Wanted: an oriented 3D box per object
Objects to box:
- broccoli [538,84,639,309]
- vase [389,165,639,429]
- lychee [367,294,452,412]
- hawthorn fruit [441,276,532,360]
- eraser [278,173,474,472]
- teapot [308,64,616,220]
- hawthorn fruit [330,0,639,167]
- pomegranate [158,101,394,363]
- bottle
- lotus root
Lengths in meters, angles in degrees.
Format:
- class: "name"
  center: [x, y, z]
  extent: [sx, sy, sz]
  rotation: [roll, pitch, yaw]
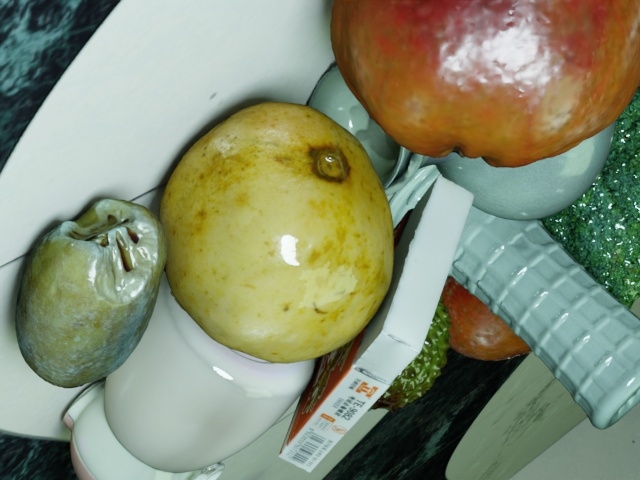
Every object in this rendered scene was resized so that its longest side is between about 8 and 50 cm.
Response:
- class: "broccoli"
  center: [0.347, -0.069, 1.779]
  extent: [0.308, 0.275, 0.308]
  rotation: [5, 90, -83]
- class: "vase"
  center: [0.207, 0.046, 1.676]
  extent: [0.143, 0.299, 0.143]
  rotation: [-39, 162, -15]
- class: "lychee"
  center: [0.051, 0.079, 1.659]
  extent: [0.171, 0.171, 0.171]
  rotation: [-40, 162, -15]
- class: "hawthorn fruit"
  center: [0.190, 0.050, 1.887]
  extent: [0.173, 0.173, 0.173]
  rotation: [-40, 162, -15]
- class: "eraser"
  center: [0.041, 0.068, 1.325]
  extent: [0.230, 0.038, 0.157]
  rotation: [-54, -169, 54]
- class: "teapot"
  center: [0.114, -0.097, 1.380]
  extent: [0.251, 0.183, 0.183]
  rotation: [-11, 144, -44]
- class: "hawthorn fruit"
  center: [0.126, -0.182, 1.163]
  extent: [0.224, 0.224, 0.261]
  rotation: [-10, 119, -61]
- class: "pomegranate"
  center: [-0.038, 0.001, 1.235]
  extent: [0.196, 0.196, 0.196]
  rotation: [-40, 162, -15]
- class: "bottle"
  center: [-0.123, 0.136, 1.412]
  extent: [0.147, 0.147, 0.236]
  rotation: [-19, 155, -54]
- class: "lotus root"
  center: [-0.163, 0.047, 1.204]
  extent: [0.113, 0.088, 0.192]
  rotation: [-40, 164, -37]
